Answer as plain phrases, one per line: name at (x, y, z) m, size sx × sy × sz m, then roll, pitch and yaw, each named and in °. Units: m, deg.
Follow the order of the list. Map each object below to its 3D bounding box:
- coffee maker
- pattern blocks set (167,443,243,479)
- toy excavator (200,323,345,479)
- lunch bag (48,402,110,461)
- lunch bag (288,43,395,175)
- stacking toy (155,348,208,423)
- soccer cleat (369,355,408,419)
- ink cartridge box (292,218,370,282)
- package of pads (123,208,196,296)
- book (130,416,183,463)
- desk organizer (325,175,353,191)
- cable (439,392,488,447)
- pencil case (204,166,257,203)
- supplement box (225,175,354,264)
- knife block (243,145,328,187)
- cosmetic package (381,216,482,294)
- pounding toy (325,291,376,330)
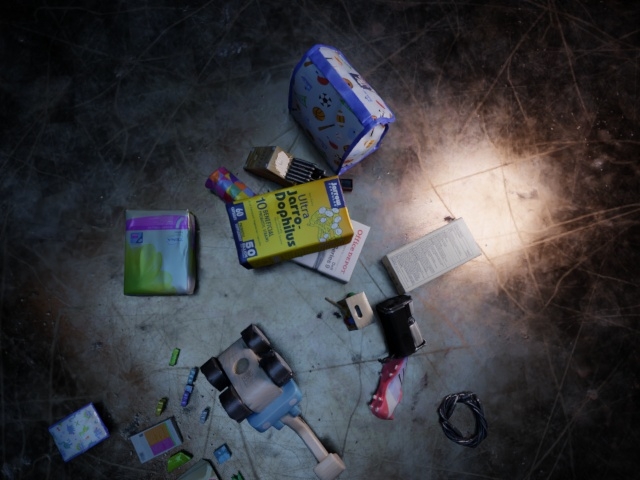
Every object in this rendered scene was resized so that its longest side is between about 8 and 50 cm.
coffee maker at (0.253, 0.291, 1.808) m, size 0.171 × 0.120 × 0.178 m, roll -32°, pitch 108°, yaw -39°
pattern blocks set at (-0.414, 0.833, 1.798) m, size 0.325 × 0.026 × 0.285 m, roll -22°, pitch 84°, yaw -5°
toy excavator at (-0.122, 0.541, 1.767) m, size 0.222 × 0.445 × 0.433 m, roll -41°, pitch 45°, yaw -6°
lunch bag at (-0.778, 0.620, 1.777) m, size 0.151 × 0.096 × 0.128 m, roll -32°, pitch 85°, yaw 4°
lunch bag at (0.065, -0.437, 1.805) m, size 0.239 × 0.385 × 0.327 m, roll -38°, pitch 85°, yaw -6°
stacking toy at (-0.442, 0.491, 1.830) m, size 0.167 × 0.052 × 0.221 m, roll 13°, pitch 82°, yaw -1°
soccer cleat at (0.248, 0.487, 1.854) m, size 0.095 × 0.083 × 0.247 m, roll 31°, pitch 76°, yaw -28°
ink cartridge box at (0.000, 0.000, 1.875) m, size 0.289 × 0.121 × 0.211 m, roll 22°, pitch 82°, yaw 1°
package of pads at (-0.541, 0.042, 1.861) m, size 0.230 × 0.101 × 0.296 m, roll -1°, pitch 83°, yaw -1°
book at (-0.544, 0.664, 1.813) m, size 0.144 × 0.035 × 0.096 m, roll -24°, pitch 87°, yaw -5°
desk organizer at (0.052, -0.203, 1.941) m, size 0.130 × 0.050 × 0.047 m, roll 2°, pitch 83°, yaw -2°
cable at (0.486, 0.616, 1.853) m, size 0.151 × 0.047 × 0.184 m, roll -12°, pitch 84°, yaw -4°
pencil case at (-0.289, -0.149, 1.898) m, size 0.236 × 0.104 × 0.104 m, roll 43°, pitch 83°, yaw 4°
supplement box at (-0.093, -0.051, 1.720) m, size 0.357 × 0.195 × 0.194 m, roll -15°, pitch 82°, yaw -3°
knife block at (-0.108, -0.234, 1.903) m, size 0.242 × 0.276 × 0.088 m, roll 29°, pitch 80°, yaw -33°
cosmetic package at (0.378, 0.056, 1.881) m, size 0.296 × 0.129 × 0.153 m, roll -25°, pitch 83°, yaw -5°
pounding toy at (0.100, 0.234, 1.856) m, size 0.100 × 0.130 × 0.141 m, roll -22°, pitch 84°, yaw -17°
